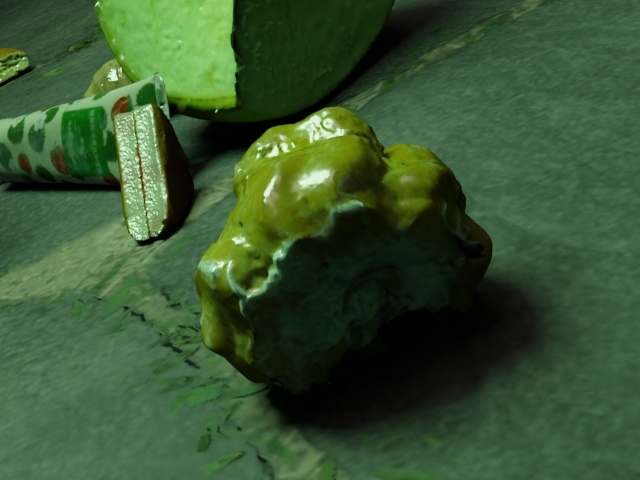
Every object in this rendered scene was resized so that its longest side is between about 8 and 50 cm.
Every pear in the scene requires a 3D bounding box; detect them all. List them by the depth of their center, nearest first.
[{"bbox_3d":[-0.052,-0.248,0.898,0.159,0.292,0.292,7,39,43],"label":"pear"}]

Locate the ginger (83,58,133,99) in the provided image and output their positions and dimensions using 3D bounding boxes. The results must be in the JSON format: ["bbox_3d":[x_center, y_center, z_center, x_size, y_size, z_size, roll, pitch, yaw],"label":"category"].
[{"bbox_3d":[-0.136,-0.178,1.019,0.213,0.074,0.137,-30,18,-24],"label":"ginger"}]

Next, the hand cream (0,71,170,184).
[{"bbox_3d":[-0.218,-0.085,0.905,0.276,0.095,0.059,-1,7,43],"label":"hand cream"}]

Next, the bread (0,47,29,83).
[{"bbox_3d":[-0.457,-0.229,1.388,0.136,0.054,0.154,-16,29,6],"label":"bread"}]

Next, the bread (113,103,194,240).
[{"bbox_3d":[-0.123,-0.045,0.785,0.043,0.062,0.109,-16,69,17],"label":"bread"}]

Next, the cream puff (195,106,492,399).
[{"bbox_3d":[0.000,-0.001,0.522,0.156,0.121,0.156,-23,24,11],"label":"cream puff"}]
